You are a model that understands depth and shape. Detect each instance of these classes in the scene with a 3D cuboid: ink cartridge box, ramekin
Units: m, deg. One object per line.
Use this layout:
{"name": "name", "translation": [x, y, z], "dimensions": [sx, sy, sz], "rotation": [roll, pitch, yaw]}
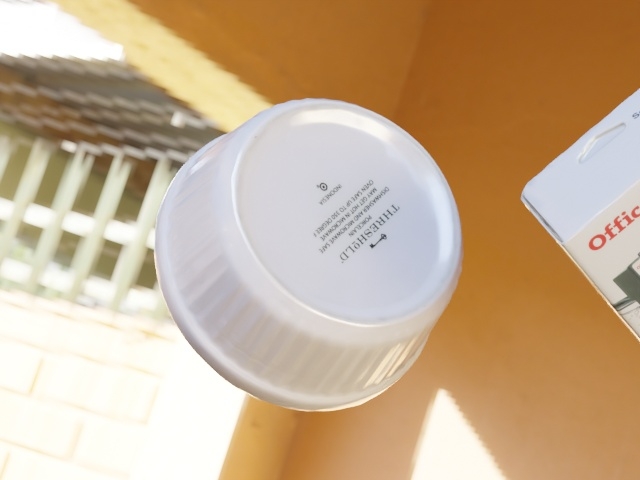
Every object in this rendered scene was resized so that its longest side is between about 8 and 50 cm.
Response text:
{"name": "ink cartridge box", "translation": [0.274, -0.001, 1.322], "dimensions": [0.208, 0.153, 0.087], "rotation": [45, 7, -31]}
{"name": "ramekin", "translation": [0.000, 0.000, 1.512], "dimensions": [0.273, 0.273, 0.127], "rotation": [21, -32, -14]}
